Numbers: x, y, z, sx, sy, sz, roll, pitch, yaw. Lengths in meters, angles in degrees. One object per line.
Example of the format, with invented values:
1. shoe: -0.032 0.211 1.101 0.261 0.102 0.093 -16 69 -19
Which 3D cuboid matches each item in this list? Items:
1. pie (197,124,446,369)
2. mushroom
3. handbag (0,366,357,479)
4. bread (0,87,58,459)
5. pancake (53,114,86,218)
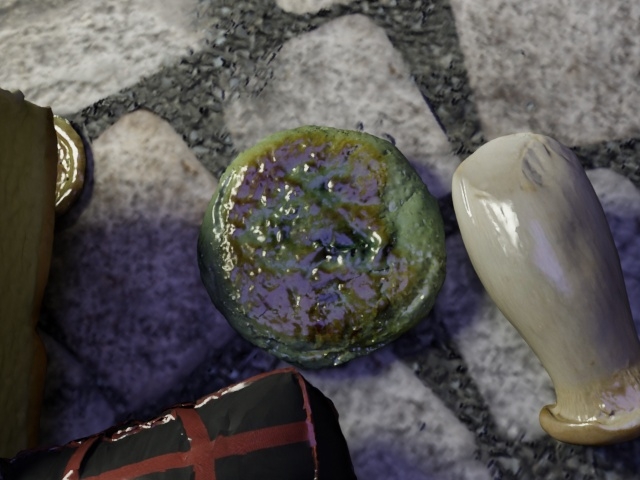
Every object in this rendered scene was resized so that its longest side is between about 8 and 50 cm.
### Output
1. pie: 0.000 0.000 0.594 0.187 0.041 0.187 -2 72 6
2. mushroom: 0.158 0.028 0.542 0.097 0.088 0.212 -17 74 -33
3. handbag: -0.079 0.181 0.486 0.215 0.155 0.169 -17 64 4
4. bread: -0.354 0.049 0.519 0.333 0.143 0.324 2 81 3
5. pancake: -0.241 -0.057 0.659 0.115 0.011 0.115 -2 72 5
